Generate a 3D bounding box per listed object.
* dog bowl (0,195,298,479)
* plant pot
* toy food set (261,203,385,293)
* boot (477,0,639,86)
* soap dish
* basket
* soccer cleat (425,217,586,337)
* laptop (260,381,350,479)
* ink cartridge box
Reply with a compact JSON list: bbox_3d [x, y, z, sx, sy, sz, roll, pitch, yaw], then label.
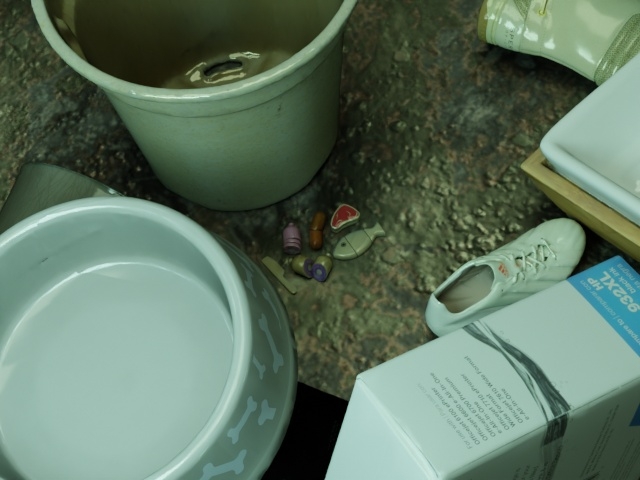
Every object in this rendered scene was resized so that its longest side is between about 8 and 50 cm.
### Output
[{"bbox_3d":[-0.201,0.116,1.626,0.348,0.102,0.349,-5,65,11],"label":"dog bowl"},{"bbox_3d":[-0.105,-0.197,1.840,0.333,0.305,0.334,-3,59,5],"label":"plant pot"},{"bbox_3d":[0.000,0.000,1.878,0.122,0.019,0.078,-37,63,-15],"label":"toy food set"},{"bbox_3d":[0.322,-0.291,1.966,0.203,0.095,0.262,28,68,21],"label":"boot"},{"bbox_3d":[0.386,-0.061,1.789,0.229,0.118,0.291,-41,53,-16],"label":"soap dish"},{"bbox_3d":[-0.287,0.057,1.807,0.204,0.154,0.227,18,67,34],"label":"basket"},{"bbox_3d":[0.193,0.034,1.803,0.196,0.076,0.068,-33,62,-13],"label":"soccer cleat"},{"bbox_3d":[-0.086,0.344,1.690,0.408,0.236,0.382,23,62,-13],"label":"laptop"},{"bbox_3d":[0.166,0.174,1.591,0.307,0.223,0.129,-22,57,-29],"label":"ink cartridge box"}]
